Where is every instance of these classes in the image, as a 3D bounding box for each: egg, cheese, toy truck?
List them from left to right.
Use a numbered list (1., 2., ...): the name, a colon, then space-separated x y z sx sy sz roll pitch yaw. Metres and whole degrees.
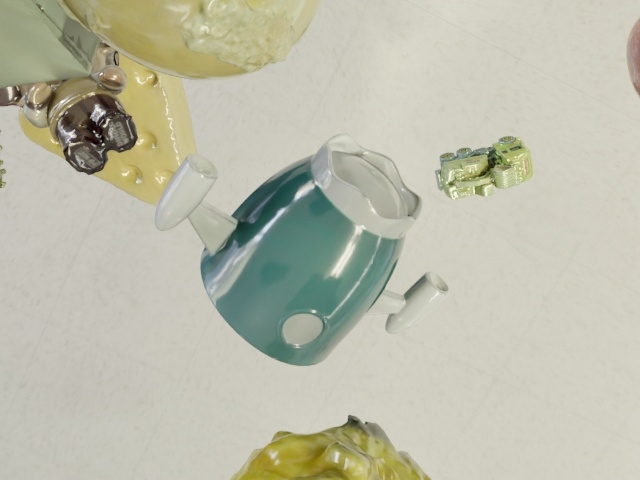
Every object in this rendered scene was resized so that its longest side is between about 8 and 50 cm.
1. cheese: -0.383 -0.226 1.755 0.384 0.104 0.383 9 126 13
2. egg: -0.078 -0.175 0.502 0.164 0.201 0.164 -8 72 24
3. toy truck: 0.331 -0.138 1.726 0.191 0.116 0.085 -15 116 -4

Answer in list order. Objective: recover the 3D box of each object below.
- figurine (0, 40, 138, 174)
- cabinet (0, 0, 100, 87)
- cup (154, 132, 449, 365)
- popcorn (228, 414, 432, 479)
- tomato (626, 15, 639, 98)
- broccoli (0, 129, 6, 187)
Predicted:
1. figurine: -0.408 -0.257 1.339 0.218 0.365 0.206 -47 126 11
2. cabinet: -0.273 -0.261 0.752 0.150 0.206 0.145 -3 151 24
3. cup: 0.000 0.000 0.797 0.300 0.167 0.173 26 122 -27
4. popcorn: 0.020 0.263 0.649 0.252 0.286 0.215 41 97 25
5. tomato: 0.467 -0.215 0.913 0.270 0.270 0.227 -40 79 11
6. broccoli: -0.503 -0.095 1.089 0.181 0.273 0.242 13 112 22
